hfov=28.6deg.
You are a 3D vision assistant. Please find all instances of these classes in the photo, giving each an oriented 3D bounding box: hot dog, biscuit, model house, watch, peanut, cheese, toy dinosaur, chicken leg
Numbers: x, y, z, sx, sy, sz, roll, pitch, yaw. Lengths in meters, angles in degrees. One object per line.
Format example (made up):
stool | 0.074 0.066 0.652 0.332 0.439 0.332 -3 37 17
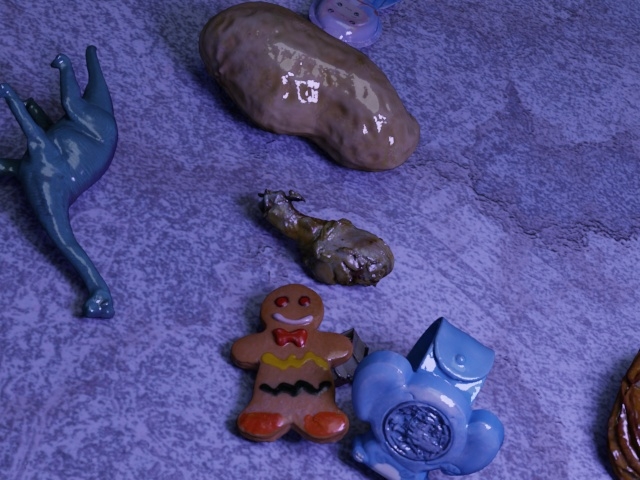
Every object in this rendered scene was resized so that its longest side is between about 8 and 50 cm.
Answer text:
hot dog | 0.520 0.254 1.830 0.196 0.122 0.272 34 47 8
biscuit | -0.040 0.156 1.672 0.166 0.036 0.250 0 50 2
model house | 0.035 0.170 1.729 0.058 0.057 0.083 59 20 -21
watch | 0.141 0.206 1.662 0.211 0.211 0.193 29 30 1
peanut | -0.018 -0.240 1.983 0.387 0.169 0.192 30 50 1
cheese | 0.059 -0.413 2.256 0.135 0.052 0.244 31 45 4
toy dinosaur | -0.318 -0.093 1.778 0.331 0.129 0.383 43 44 0
chicken leg | 0.000 0.000 1.835 0.228 0.088 0.103 30 58 -3
